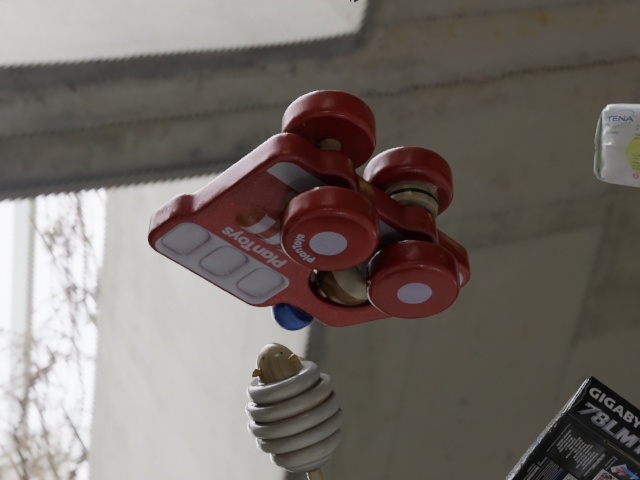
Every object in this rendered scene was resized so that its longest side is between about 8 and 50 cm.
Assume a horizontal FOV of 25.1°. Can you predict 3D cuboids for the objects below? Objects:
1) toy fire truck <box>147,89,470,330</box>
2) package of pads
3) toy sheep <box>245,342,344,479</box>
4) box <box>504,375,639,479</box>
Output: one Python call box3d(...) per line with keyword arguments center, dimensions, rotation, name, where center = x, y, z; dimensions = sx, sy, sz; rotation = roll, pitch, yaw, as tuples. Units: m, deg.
box3d(center=(0.000, 0.000, 1.544), dimensions=(0.254, 0.169, 0.302), rotation=(-31, -47, 33), name="toy fire truck")
box3d(center=(0.491, -0.098, 1.654), dimensions=(0.229, 0.296, 0.101), rotation=(-1, -84, -51), name="package of pads")
box3d(center=(-0.020, 0.147, 1.198), dimensions=(0.091, 0.091, 0.132), rotation=(-26, -81, -15), name="toy sheep")
box3d(center=(0.370, 0.329, 1.690), dimensions=(0.073, 0.293, 0.295), rotation=(-49, -11, -33), name="box")
